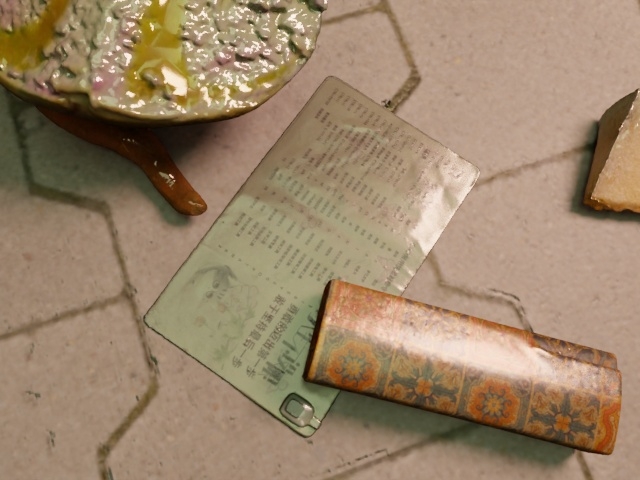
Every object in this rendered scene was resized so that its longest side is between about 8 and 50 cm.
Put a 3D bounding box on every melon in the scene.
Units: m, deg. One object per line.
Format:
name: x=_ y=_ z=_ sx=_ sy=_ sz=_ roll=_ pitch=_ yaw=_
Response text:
melon: x=0.318 y=-0.051 z=0.473 sx=0.182 sy=0.054 sz=0.097 roll=16 pitch=81 yaw=1

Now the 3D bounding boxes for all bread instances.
bread: x=-0.131 y=-0.159 z=0.424 sx=0.261 sy=0.156 sz=0.157 roll=19 pitch=97 yaw=14

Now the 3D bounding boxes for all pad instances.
pad: x=0.000 y=0.000 z=0.460 sx=0.160 sy=0.009 sz=0.265 roll=33 pitch=76 yaw=6

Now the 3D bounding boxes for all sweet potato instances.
sweet potato: x=-0.158 y=-0.080 z=0.453 sx=0.179 sy=0.044 sz=0.044 roll=34 pitch=76 yaw=-1

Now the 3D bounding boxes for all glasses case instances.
glasses case: x=0.102 y=0.092 z=0.416 sx=0.218 sy=0.049 sz=0.075 roll=15 pitch=75 yaw=-3
